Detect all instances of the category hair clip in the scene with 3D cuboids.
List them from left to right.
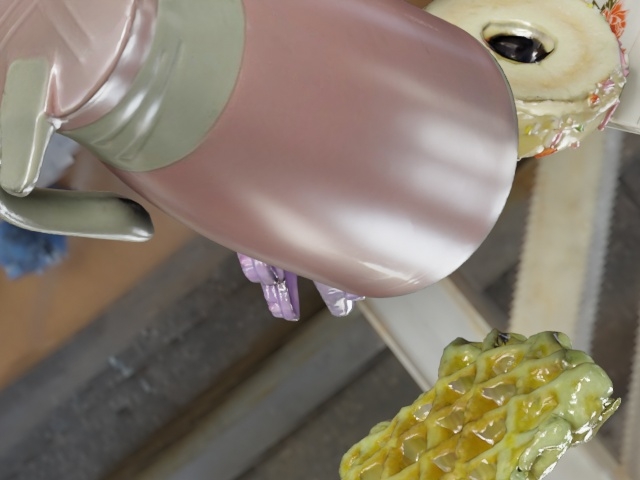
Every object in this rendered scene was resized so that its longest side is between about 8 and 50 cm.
[{"bbox_3d":[-0.010,0.004,1.559,0.090,0.137,0.278,-15,157,31],"label":"hair clip"}]

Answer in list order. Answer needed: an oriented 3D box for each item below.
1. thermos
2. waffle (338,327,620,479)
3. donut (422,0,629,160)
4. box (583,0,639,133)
[{"bbox_3d":[-0.046,-0.058,0.876,0.176,0.146,0.265,-43,148,22],"label":"thermos"},{"bbox_3d":[0.090,0.185,1.481,0.073,0.317,0.297,46,77,-13],"label":"waffle"},{"bbox_3d":[0.140,-0.122,1.423,0.174,0.174,0.068,-17,137,-24],"label":"donut"},{"bbox_3d":[0.216,-0.145,1.499,0.029,0.198,0.109,27,86,-32],"label":"box"}]
